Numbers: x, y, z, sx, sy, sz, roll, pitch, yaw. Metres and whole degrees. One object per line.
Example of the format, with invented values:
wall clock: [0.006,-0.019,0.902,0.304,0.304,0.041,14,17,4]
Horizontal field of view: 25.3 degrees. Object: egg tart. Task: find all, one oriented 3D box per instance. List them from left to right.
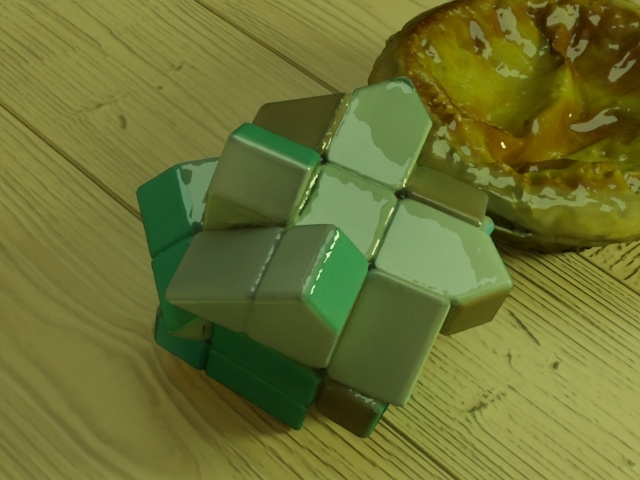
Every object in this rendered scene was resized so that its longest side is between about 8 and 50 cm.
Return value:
egg tart: [0.194,-0.094,1.216,0.341,0.132,0.341,0,41,0]

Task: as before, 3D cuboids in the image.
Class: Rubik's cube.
Rubik's cube: [0.000,0.000,1.005,0.265,0.213,0.224,30,64,7]
